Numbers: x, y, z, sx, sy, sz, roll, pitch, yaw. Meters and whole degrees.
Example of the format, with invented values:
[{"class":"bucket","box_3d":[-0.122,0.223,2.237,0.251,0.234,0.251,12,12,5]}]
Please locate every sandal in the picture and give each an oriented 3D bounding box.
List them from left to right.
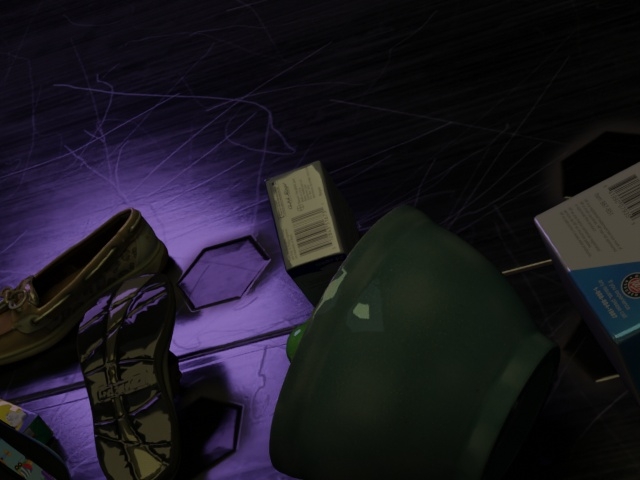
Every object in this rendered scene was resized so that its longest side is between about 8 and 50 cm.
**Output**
[{"class":"sandal","box_3d":[-0.212,0.169,1.958,0.120,0.086,0.303,-14,53,11]}]

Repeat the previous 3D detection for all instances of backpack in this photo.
[{"class":"backpack","box_3d":[-0.370,0.281,1.878,0.158,0.173,0.117,-62,4,-32]}]

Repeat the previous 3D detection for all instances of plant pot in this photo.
[{"class":"plant pot","box_3d":[0.109,0.137,1.639,0.196,0.293,0.293,26,59,19]}]

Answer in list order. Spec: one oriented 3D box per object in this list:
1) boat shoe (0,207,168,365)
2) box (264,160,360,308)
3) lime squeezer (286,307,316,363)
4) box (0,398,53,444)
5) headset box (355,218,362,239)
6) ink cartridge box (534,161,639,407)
[{"class":"boat shoe","box_3d":[-0.335,0.057,2.157,0.285,0.089,0.104,-33,37,-4]},{"class":"box","box_3d":[0.000,0.000,1.930,0.072,0.137,0.126,-20,60,10]},{"class":"lime squeezer","box_3d":[0.031,0.103,1.886,0.310,0.059,0.110,-45,39,-21]},{"class":"box","box_3d":[-0.414,0.236,2.040,0.179,0.043,0.105,11,53,45]},{"class":"headset box","box_3d":[0.013,0.003,2.037,0.083,0.032,0.062,-34,37,-3]},{"class":"ink cartridge box","box_3d":[0.403,0.006,1.689,0.307,0.129,0.223,-28,36,2]}]
